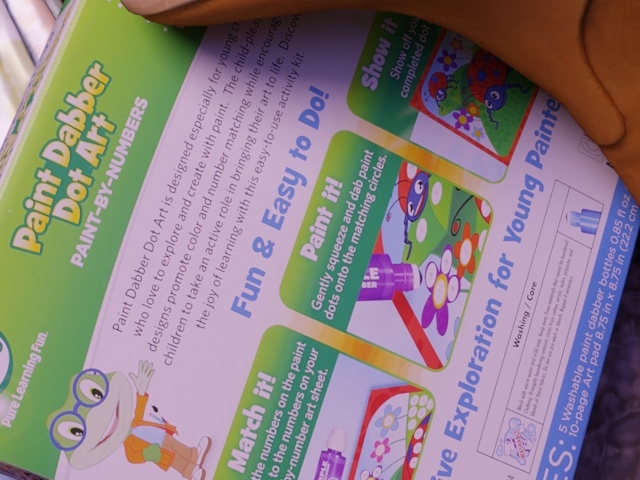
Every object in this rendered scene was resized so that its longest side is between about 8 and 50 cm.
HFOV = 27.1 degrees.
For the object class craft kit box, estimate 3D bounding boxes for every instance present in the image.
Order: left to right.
[{"bbox_3d":[0.000,0.000,0.506,0.246,0.061,0.250,27,71,-21],"label":"craft kit box"}]

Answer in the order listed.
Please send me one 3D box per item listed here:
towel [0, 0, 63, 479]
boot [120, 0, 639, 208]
[{"bbox_3d":[-0.253,0.007,0.541,0.374,0.090,0.321,-31,84,-9],"label":"towel"},{"bbox_3d":[0.099,-0.069,0.474,0.295,0.211,0.104,-20,36,6],"label":"boot"}]
